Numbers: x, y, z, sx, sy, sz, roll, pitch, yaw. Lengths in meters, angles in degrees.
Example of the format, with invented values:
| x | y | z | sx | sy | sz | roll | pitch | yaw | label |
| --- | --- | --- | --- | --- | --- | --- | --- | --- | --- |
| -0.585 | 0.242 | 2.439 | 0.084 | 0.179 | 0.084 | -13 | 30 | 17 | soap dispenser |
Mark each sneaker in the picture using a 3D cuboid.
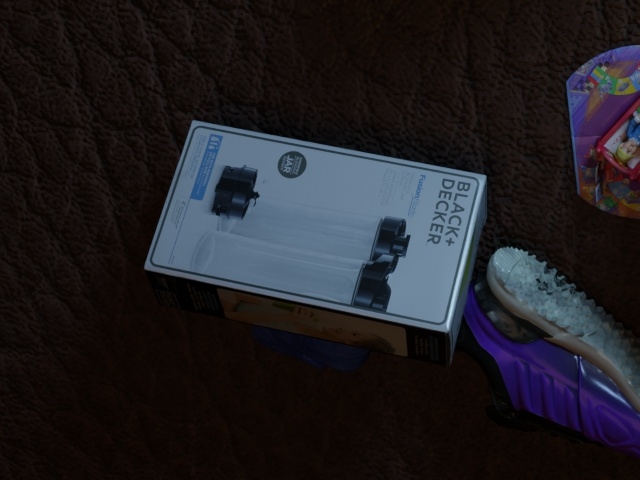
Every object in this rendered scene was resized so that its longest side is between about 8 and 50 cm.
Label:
| x | y | z | sx | sy | sz | roll | pitch | yaw | label |
| --- | --- | --- | --- | --- | --- | --- | --- | --- | --- |
| 0.242 | 0.145 | 1.541 | 0.293 | 0.102 | 0.146 | 42 | 121 | 1 | sneaker |

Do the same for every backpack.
| x | y | z | sx | sy | sz | roll | pitch | yaw | label |
| --- | --- | --- | --- | --- | --- | --- | --- | --- | --- |
| 0.003 | 0.074 | 1.572 | 0.120 | 0.098 | 0.101 | 18 | 145 | 7 | backpack |

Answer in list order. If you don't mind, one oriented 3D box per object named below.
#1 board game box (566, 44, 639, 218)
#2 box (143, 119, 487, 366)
| x | y | z | sx | sy | sz | roll | pitch | yaw | label |
| --- | --- | --- | --- | --- | --- | --- | --- | --- | --- |
| 0.294 | -0.092 | 1.453 | 0.133 | 0.033 | 0.168 | -3 | 112 | 17 | board game box |
| 0.000 | 0.000 | 1.492 | 0.290 | 0.169 | 0.087 | 13 | 156 | 10 | box |
